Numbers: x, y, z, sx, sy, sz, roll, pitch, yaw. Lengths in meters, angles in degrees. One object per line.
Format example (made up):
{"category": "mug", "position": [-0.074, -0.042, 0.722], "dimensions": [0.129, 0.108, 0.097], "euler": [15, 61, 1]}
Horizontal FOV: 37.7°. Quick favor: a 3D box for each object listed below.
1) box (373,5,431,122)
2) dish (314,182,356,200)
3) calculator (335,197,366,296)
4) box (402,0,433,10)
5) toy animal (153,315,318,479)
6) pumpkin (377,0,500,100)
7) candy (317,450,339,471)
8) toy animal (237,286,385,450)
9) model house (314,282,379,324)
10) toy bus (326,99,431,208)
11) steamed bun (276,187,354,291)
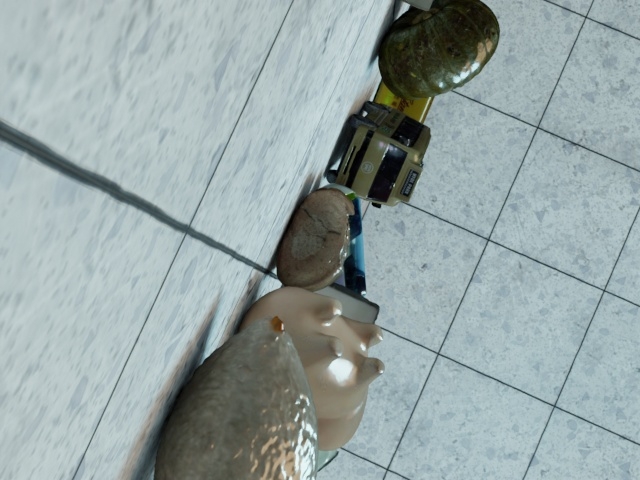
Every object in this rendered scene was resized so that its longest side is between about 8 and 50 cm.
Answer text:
{"category": "box", "position": [0.201, -0.342, 2.044], "dimensions": [0.264, 0.115, 0.415], "euler": [-57, 171, -58]}
{"category": "dish", "position": [0.014, -0.073, 1.638], "dimensions": [0.091, 0.039, 0.137], "euler": [-25, 173, 0]}
{"category": "calculator", "position": [0.059, 0.022, 2.035], "dimensions": [0.173, 0.051, 0.293], "euler": [118, -30, -77]}
{"category": "box", "position": [0.233, -0.575, 1.522], "dimensions": [0.214, 0.069, 0.353], "euler": [-61, 172, -45]}
{"category": "toy animal", "position": [-0.101, 0.268, 1.142], "dimensions": [0.226, 0.188, 0.359], "euler": [-14, 115, -70]}
{"category": "pumpkin", "position": [0.202, -0.324, 1.618], "dimensions": [0.219, 0.162, 0.219], "euler": [-28, -153, 16]}
{"category": "candy", "position": [-0.139, 0.541, 2.144], "dimensions": [0.386, 0.186, 0.427], "euler": [-41, 170, -28]}
{"category": "toy animal", "position": [-0.028, 0.202, 1.472], "dimensions": [0.326, 0.269, 0.237], "euler": [45, 41, -42]}
{"category": "model house", "position": [-0.023, 0.210, 1.864], "dimensions": [0.237, 0.202, 0.237], "euler": [122, -13, -74]}
{"category": "toy bus", "position": [0.120, -0.160, 1.754], "dimensions": [0.289, 0.157, 0.139], "euler": [-54, 167, -71]}
{"category": "steamed bun", "position": [0.000, 0.000, 1.506], "dimensions": [0.145, 0.106, 0.175], "euler": [-16, 128, -84]}
